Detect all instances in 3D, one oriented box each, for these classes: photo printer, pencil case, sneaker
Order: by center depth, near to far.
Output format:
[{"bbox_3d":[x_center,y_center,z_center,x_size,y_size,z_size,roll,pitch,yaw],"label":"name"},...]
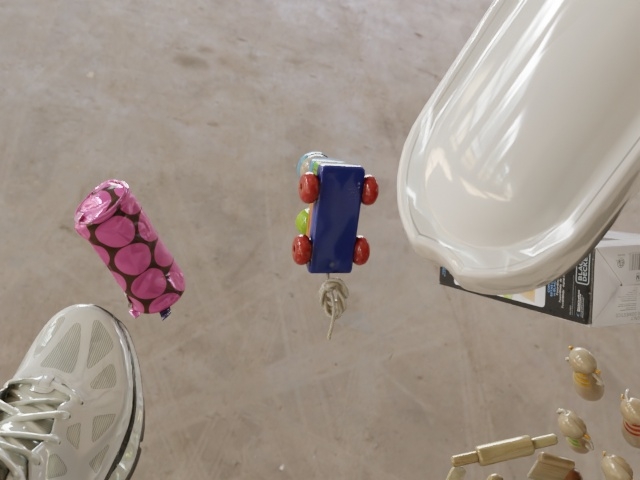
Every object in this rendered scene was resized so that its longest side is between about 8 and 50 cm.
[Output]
[{"bbox_3d":[0.166,-0.105,0.403,0.107,0.307,0.256,38,16,17],"label":"photo printer"},{"bbox_3d":[-0.313,0.223,0.781,0.169,0.257,0.447,1,54,5],"label":"sneaker"},{"bbox_3d":[-0.272,0.017,1.053,0.098,0.209,0.095,-32,40,-11],"label":"pencil case"}]

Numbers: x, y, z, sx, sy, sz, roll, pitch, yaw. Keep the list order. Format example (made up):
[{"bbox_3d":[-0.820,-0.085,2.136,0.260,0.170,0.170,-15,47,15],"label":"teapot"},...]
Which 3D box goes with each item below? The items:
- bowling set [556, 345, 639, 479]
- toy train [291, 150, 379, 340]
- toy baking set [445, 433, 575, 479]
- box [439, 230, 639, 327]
[{"bbox_3d":[0.452,0.332,1.167,0.200,0.154,0.287,-43,50,-6],"label":"bowling set"},{"bbox_3d":[0.000,0.000,1.052,0.105,0.247,0.143,1,19,-17],"label":"toy train"},{"bbox_3d":[0.262,0.386,1.106,0.256,0.196,0.030,-7,19,-8],"label":"toy baking set"},{"bbox_3d":[0.294,0.031,0.914,0.169,0.087,0.290,-2,7,-24],"label":"box"}]
